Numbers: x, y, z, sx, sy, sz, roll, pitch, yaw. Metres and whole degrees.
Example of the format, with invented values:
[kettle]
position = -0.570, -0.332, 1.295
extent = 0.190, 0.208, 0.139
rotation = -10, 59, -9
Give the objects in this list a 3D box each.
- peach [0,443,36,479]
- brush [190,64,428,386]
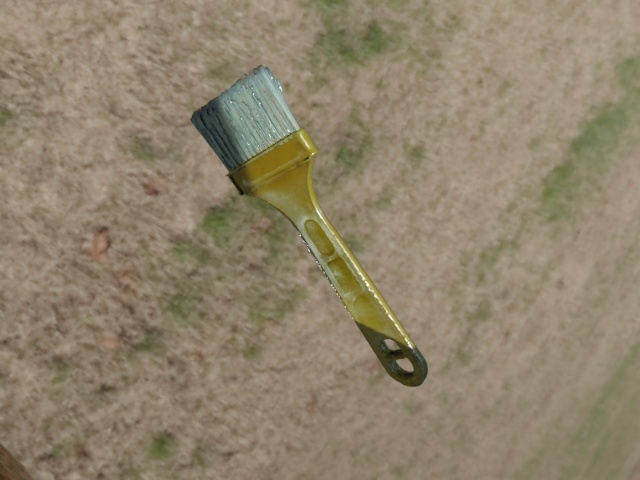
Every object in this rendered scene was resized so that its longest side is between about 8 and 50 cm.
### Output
[peach]
position = -0.220, 0.199, 0.473
extent = 0.197, 0.197, 0.197
rotation = -42, 148, -35
[brush]
position = 0.000, 0.000, 0.543
extent = 0.010, 0.218, 0.083
rotation = -38, -172, -40
